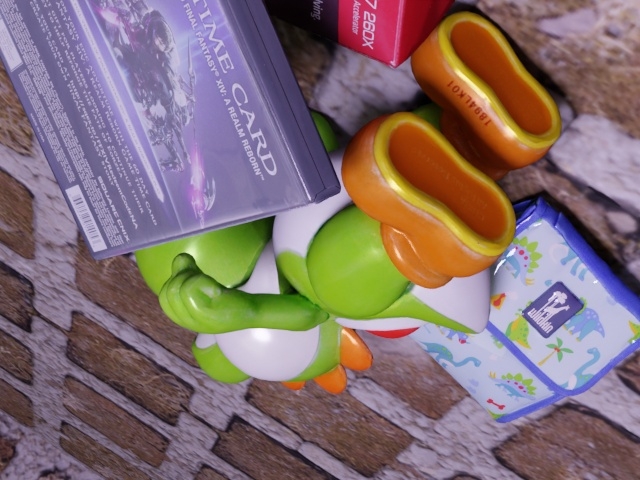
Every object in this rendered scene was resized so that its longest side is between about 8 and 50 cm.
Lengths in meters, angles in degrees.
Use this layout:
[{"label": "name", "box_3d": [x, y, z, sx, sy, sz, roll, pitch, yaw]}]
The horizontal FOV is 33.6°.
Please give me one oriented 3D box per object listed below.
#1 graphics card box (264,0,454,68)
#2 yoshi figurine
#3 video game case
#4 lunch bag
[{"label": "graphics card box", "box_3d": [-0.092, -0.257, 0.538, 0.371, 0.094, 0.232, 27, 151, 14]}, {"label": "yoshi figurine", "box_3d": [-0.024, -0.013, 0.714, 0.204, 0.203, 0.362, 2, 156, -31]}, {"label": "video game case", "box_3d": [-0.109, -0.093, 0.606, 0.274, 0.026, 0.196, -12, 104, 54]}, {"label": "lunch bag", "box_3d": [0.145, 0.048, 0.762, 0.129, 0.096, 0.151, 44, 134, -11]}]
